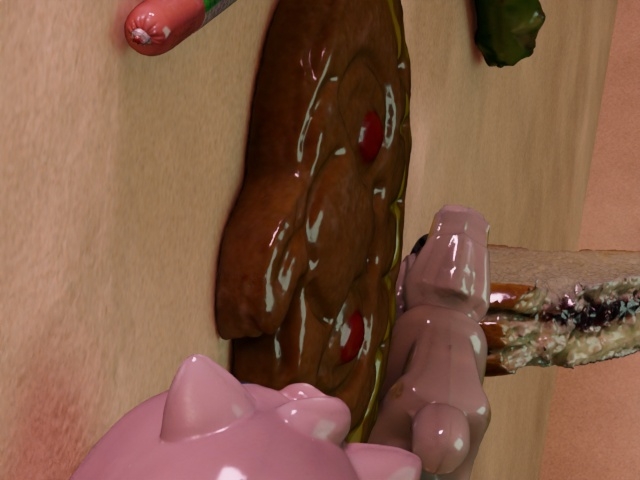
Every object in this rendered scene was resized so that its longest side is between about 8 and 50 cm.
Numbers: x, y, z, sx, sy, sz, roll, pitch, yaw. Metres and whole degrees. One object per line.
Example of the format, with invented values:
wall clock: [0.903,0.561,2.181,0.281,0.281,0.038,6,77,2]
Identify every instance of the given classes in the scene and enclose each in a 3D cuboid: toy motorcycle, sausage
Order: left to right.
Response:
sausage: [-0.063,-0.136,1.012,0.223,0.029,0.029,-55,148,-65]
toy motorcycle: [0.075,0.139,1.494,0.223,0.107,0.341,132,-28,-70]

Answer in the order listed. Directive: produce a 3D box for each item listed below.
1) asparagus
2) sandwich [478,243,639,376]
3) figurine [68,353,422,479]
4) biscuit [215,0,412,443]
asparagus: [0.194,-0.271,1.972,0.343,0.082,0.085,78,-13,-56]
sandwich: [0.238,0.069,1.846,0.254,0.288,0.100,-47,138,-77]
figurine: [-0.081,0.191,0.899,0.186,0.176,0.287,30,-79,59]
biscuit: [0.009,0.001,1.294,0.350,0.070,0.394,-41,136,-71]
